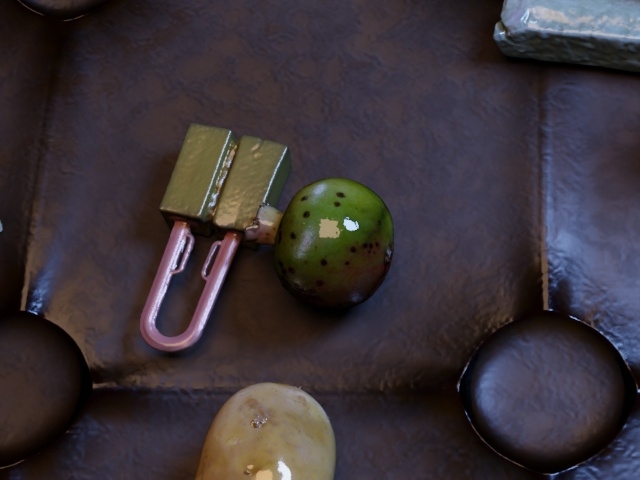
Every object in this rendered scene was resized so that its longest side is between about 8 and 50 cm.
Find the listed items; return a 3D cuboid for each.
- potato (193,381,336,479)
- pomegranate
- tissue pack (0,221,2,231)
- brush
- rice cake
[{"bbox_3d":[-0.049,0.205,1.485,0.118,0.109,0.178,-9,53,27],"label":"potato"},{"bbox_3d":[0.007,0.003,1.588,0.130,0.130,0.130,-3,61,5],"label":"pomegranate"},{"bbox_3d":[-0.389,-0.087,1.635,0.092,0.196,0.148,-35,63,-12],"label":"tissue pack"},{"bbox_3d":[-0.111,0.004,1.638,0.103,0.047,0.233,13,65,14],"label":"brush"},{"bbox_3d":[0.276,-0.209,1.695,0.206,0.063,0.069,7,56,9],"label":"rice cake"}]
